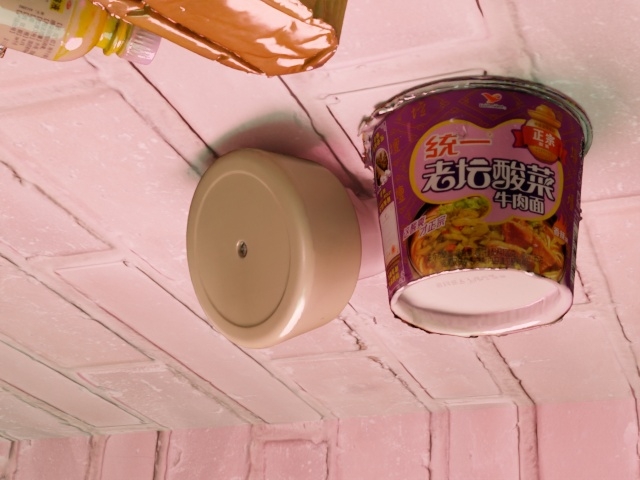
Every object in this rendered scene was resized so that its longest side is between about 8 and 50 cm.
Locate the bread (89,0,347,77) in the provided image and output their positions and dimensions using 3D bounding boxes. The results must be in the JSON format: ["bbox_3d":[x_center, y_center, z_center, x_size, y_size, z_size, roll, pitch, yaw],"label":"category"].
[{"bbox_3d":[-0.103,-0.293,1.137,0.288,0.156,0.204,14,160,-28],"label":"bread"}]

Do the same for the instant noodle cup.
[{"bbox_3d":[0.215,-0.026,1.527,0.340,0.266,0.340,3,155,1],"label":"instant noodle cup"}]

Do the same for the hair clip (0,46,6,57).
[{"bbox_3d":[-0.387,-0.261,1.347,0.049,0.049,0.173,18,150,-28],"label":"hair clip"}]

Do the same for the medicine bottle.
[{"bbox_3d":[-0.288,-0.262,1.246,0.212,0.122,0.122,14,152,-24],"label":"medicine bottle"}]

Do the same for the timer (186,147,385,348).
[{"bbox_3d":[0.000,0.000,1.667,0.315,0.291,0.291,-7,165,-41],"label":"timer"}]
